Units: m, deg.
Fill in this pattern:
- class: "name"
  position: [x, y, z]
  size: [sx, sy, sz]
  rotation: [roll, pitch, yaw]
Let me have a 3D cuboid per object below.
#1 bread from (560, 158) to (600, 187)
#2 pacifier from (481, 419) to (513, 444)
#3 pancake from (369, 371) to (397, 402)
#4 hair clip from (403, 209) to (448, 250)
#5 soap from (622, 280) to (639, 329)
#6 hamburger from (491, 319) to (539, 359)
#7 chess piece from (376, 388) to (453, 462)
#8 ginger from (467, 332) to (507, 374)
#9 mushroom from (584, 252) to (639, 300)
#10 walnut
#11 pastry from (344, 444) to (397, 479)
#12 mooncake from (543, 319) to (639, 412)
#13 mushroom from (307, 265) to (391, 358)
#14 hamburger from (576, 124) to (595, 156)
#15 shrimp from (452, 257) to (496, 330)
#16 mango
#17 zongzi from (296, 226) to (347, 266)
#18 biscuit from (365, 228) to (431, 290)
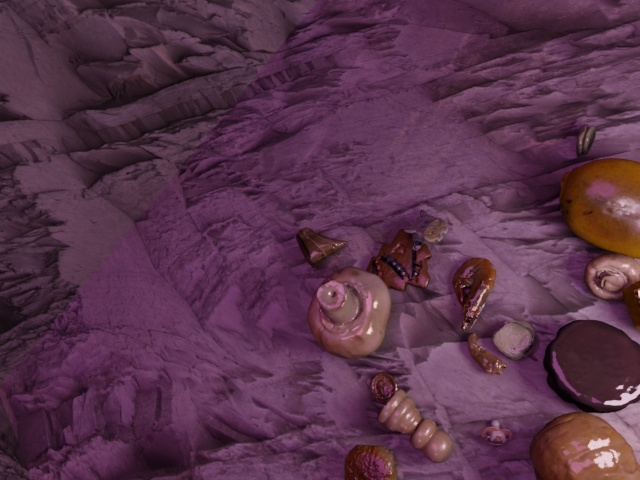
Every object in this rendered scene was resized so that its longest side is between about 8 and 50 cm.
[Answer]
- class: "bread"
  position: [0.966, -0.221, 1.713]
  size: [0.177, 0.084, 0.119]
  rotation: [-22, 59, 22]
- class: "pacifier"
  position: [0.577, 0.630, 1.556]
  size: [0.099, 0.082, 0.078]
  rotation: [8, 37, 5]
- class: "pancake"
  position: [0.238, 0.556, 1.787]
  size: [0.115, 0.011, 0.115]
  rotation: [-12, 62, 24]
- class: "hair clip"
  position: [0.427, -0.039, 1.904]
  size: [0.146, 0.056, 0.187]
  rotation: [29, 64, 25]
- class: "soap"
  position: [1.040, 0.216, 1.415]
  size: [0.257, 0.080, 0.160]
  rotation: [28, 85, 6]
- class: "hamburger"
  position: [0.673, 0.342, 1.627]
  size: [0.140, 0.062, 0.133]
  rotation: [-37, 55, 11]
- class: "chess piece"
  position: [0.333, 0.654, 1.632]
  size: [0.261, 0.143, 0.143]
  rotation: [38, 88, 28]
- class: "ginger"
  position: [0.571, 0.402, 1.660]
  size: [0.069, 0.051, 0.173]
  rotation: [-41, 58, 2]
- class: "mushroom"
  position: [0.945, 0.121, 1.528]
  size: [0.166, 0.166, 0.127]
  rotation: [13, 35, 31]
- class: "walnut"
  position: [0.746, 0.641, 1.340]
  size: [0.285, 0.285, 0.296]
  rotation: [-23, 97, 17]
- class: "pastry"
  position: [0.174, 0.816, 1.657]
  size: [0.192, 0.093, 0.182]
  rotation: [-10, 67, 23]
- class: "mooncake"
  position: [0.847, 0.391, 1.468]
  size: [0.283, 0.141, 0.283]
  rotation: [-6, 66, 14]
- class: "mushroom"
  position: [0.120, 0.277, 1.816]
  size: [0.353, 0.353, 0.325]
  rotation: [-44, 87, 4]
- class: "hamburger"
  position: [0.990, -0.380, 1.768]
  size: [0.054, 0.084, 0.121]
  rotation: [20, 80, 31]
- class: "shrimp"
  position: [0.550, 0.191, 1.756]
  size: [0.152, 0.063, 0.287]
  rotation: [17, 74, 34]
- class: "mango"
  position: [1.017, -0.097, 1.542]
  size: [0.445, 0.220, 0.301]
  rotation: [23, 98, 20]
- class: "zongzi"
  position: [0.000, 0.000, 2.110]
  size: [0.197, 0.099, 0.194]
  rotation: [-31, 57, 0]
- class: "biscuit"
  position: [0.308, 0.107, 1.930]
  size: [0.301, 0.043, 0.278]
  rotation: [-31, 58, 13]
